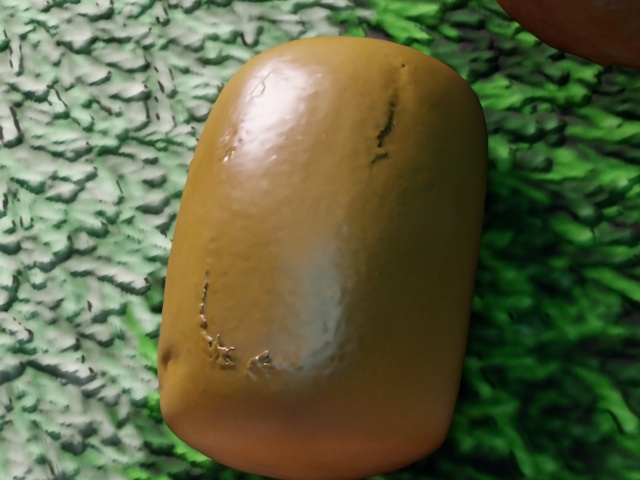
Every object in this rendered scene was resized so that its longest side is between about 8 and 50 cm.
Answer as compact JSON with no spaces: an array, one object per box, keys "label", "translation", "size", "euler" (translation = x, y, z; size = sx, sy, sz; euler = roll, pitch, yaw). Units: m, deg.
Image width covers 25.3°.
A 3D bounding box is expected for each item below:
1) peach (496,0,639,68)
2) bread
[{"label":"peach","translation":[0.148,-0.178,0.632],"size":[0.232,0.232,0.233],"euler":[-6,63,12]},{"label":"bread","translation":[0.000,0.000,0.653],"size":[0.147,0.098,0.217],"euler":[1,66,11]}]
